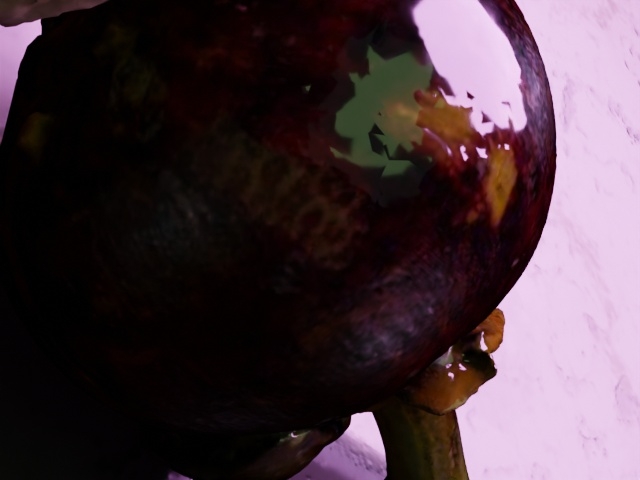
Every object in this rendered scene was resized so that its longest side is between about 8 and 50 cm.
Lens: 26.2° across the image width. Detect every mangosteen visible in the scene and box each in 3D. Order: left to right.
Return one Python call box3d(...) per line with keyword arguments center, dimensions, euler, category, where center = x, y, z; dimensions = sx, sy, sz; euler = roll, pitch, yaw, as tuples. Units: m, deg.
box3d(center=(0.000, 0.000, 0.560), dimensions=(0.289, 0.231, 0.231), euler=(57, 37, -27), category="mangosteen")

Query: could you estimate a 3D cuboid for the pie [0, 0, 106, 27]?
box3d(center=(-0.107, -0.159, 0.494), dimensions=(0.337, 0.337, 0.075), euler=(-51, 144, -49), category="pie")
